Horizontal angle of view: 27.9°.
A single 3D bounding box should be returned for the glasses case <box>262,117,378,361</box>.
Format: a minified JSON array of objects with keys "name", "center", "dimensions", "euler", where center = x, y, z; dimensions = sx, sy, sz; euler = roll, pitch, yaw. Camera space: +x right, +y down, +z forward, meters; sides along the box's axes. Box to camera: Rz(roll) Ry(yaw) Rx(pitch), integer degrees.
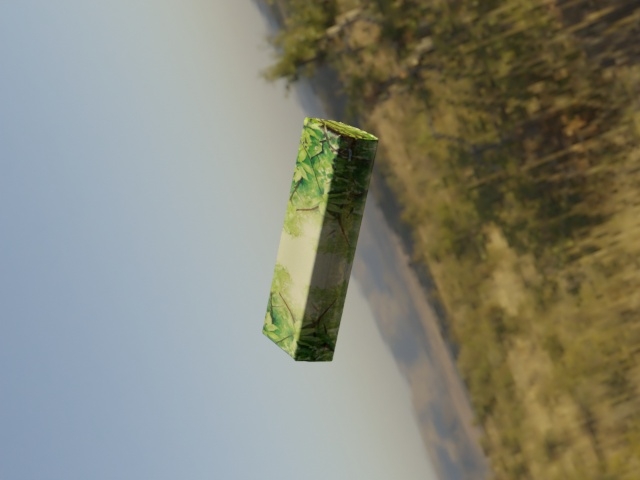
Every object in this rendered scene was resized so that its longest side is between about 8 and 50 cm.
[{"name":"glasses case","center":[0.000,0.000,1.513],"dimensions":[0.095,0.062,0.272],"euler":[34,116,57]}]
